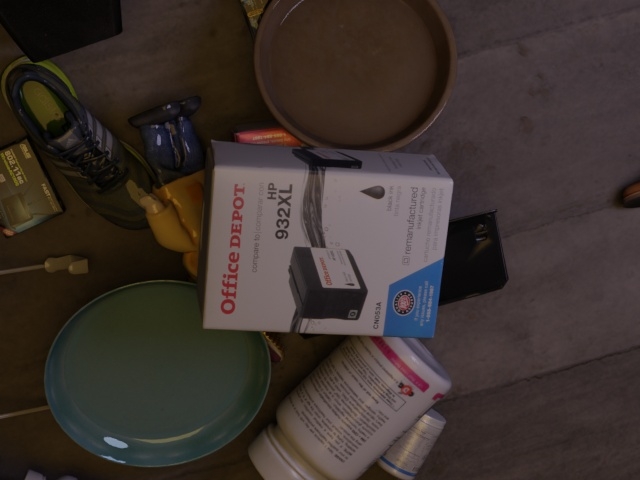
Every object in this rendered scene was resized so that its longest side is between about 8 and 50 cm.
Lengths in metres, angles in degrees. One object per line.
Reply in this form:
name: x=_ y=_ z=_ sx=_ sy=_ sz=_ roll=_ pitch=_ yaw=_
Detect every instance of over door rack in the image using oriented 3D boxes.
over door rack: x=-0.493 y=0.151 z=1.860 sx=0.324 sy=0.108 sz=0.239 roll=-6 pitch=102 yaw=-19

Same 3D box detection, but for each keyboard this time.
keyboard: x=0.094 y=0.010 z=1.798 sx=0.317 sy=0.033 sz=0.201 roll=-14 pitch=107 yaw=-5

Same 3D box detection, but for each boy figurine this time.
boy figurine: x=-0.183 y=-0.051 z=1.811 sx=0.092 sy=0.177 sz=0.285 roll=-17 pitch=91 yaw=34

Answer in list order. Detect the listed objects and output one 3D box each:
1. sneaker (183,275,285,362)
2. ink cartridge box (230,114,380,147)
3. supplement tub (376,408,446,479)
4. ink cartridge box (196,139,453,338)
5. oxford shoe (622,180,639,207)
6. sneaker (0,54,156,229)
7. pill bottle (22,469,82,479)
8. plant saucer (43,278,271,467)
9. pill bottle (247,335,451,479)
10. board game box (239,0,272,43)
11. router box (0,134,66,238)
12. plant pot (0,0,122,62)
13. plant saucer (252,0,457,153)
sneaker: x=-0.137 y=0.127 z=1.903 sx=0.185 sy=0.069 sz=0.084 roll=42 pitch=99 yaw=-4
ink cartridge box: x=-0.009 y=-0.033 z=1.854 sx=0.207 sy=0.117 sz=0.283 roll=-8 pitch=101 yaw=-5
supplement tub: x=0.134 y=0.300 z=1.956 sx=0.071 sy=0.071 sz=0.107 roll=28 pitch=96 yaw=-10
ink cartridge box: x=0.000 y=0.000 z=1.694 sx=0.307 sy=0.129 sz=0.223 roll=3 pitch=108 yaw=-8
oxford shoe: x=0.535 y=-0.114 z=1.928 sx=0.212 sy=0.076 sz=0.076 roll=-27 pitch=72 yaw=2
sneaker: x=-0.336 y=-0.126 z=1.803 sx=0.111 sy=0.121 sz=0.300 roll=-43 pitch=102 yaw=4
pill bottle: x=-0.348 y=0.419 z=1.906 sx=0.216 sy=0.121 sz=0.121 roll=25 pitch=97 yaw=-10
plant saucer: x=-0.230 y=0.183 z=1.844 sx=0.318 sy=0.043 sz=0.317 roll=-5 pitch=120 yaw=-8
pill bottle: x=0.038 y=0.249 z=1.889 sx=0.160 sy=0.160 sz=0.283 roll=44 pitch=97 yaw=-11
board game box: x=-0.024 y=-0.334 z=1.831 sx=0.170 sy=0.048 sz=0.141 roll=-20 pitch=101 yaw=-1
router box: x=-0.429 y=-0.076 z=1.846 sx=0.092 sy=0.038 sz=0.122 roll=-25 pitch=102 yaw=-1
plant pot: x=-0.352 y=-0.346 z=1.739 sx=0.188 sy=0.187 sz=0.167 roll=-20 pitch=115 yaw=-1
plant saucer: x=0.047 y=-0.245 z=1.772 sx=0.278 sy=0.041 sz=0.277 roll=0 pitch=81 yaw=-3
